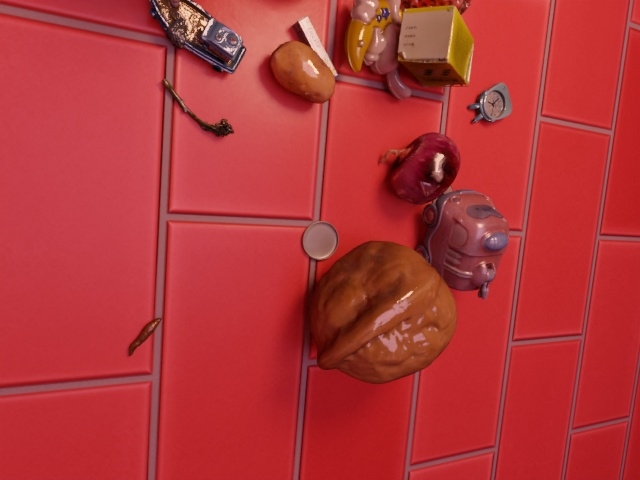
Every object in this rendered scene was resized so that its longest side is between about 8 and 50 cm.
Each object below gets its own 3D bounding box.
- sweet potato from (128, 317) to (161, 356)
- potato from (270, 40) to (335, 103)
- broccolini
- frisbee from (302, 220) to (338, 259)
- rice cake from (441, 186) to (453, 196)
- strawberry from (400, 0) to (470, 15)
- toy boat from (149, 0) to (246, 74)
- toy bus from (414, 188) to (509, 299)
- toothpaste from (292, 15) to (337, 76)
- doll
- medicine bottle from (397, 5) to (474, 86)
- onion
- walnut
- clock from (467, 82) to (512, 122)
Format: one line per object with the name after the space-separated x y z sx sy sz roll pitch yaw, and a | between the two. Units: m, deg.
-0.424 0.229 1.094 0.115 0.026 0.026 -49 114 -10 | sweet potato
-0.040 -0.411 1.130 0.178 0.118 0.109 34 38 -24 | potato
-0.292 -0.301 1.073 0.194 0.054 0.052 32 102 -23 | broccolini
0.000 0.000 1.265 0.110 0.014 0.110 -4 99 -24 | frisbee
0.385 -0.152 1.414 0.047 0.036 0.206 -33 110 -5 | rice cake
0.284 -0.746 1.220 0.265 0.149 0.336 -43 111 -12 | strawberry
-0.277 -0.476 1.023 0.238 0.098 0.109 30 81 -25 | toy boat
0.428 0.012 1.329 0.198 0.232 0.293 -3 116 -25 | toy bus
-0.012 -0.487 1.174 0.034 0.046 0.164 -36 111 -13 | toothpaste
0.167 -0.522 1.213 0.238 0.111 0.251 1 94 -42 | doll
0.309 -0.504 1.213 0.250 0.137 0.140 -5 102 -61 | medicine bottle
0.296 -0.198 1.274 0.208 0.200 0.200 -27 108 -10 | onion
0.154 0.184 1.204 0.384 0.384 0.382 -4 99 -25 | walnut
0.531 -0.424 1.438 0.147 0.045 0.107 -28 107 -18 | clock
